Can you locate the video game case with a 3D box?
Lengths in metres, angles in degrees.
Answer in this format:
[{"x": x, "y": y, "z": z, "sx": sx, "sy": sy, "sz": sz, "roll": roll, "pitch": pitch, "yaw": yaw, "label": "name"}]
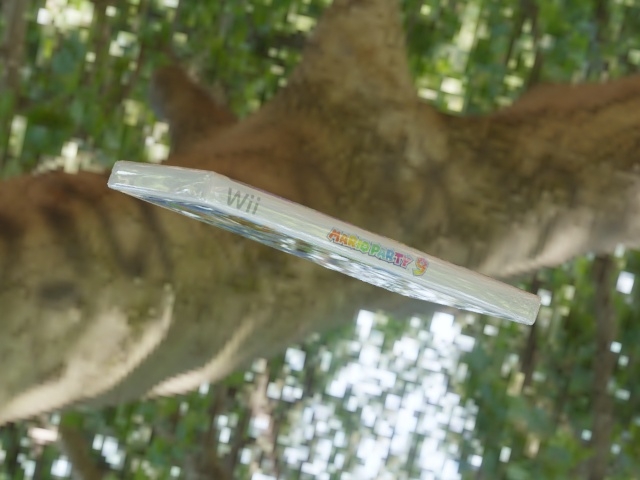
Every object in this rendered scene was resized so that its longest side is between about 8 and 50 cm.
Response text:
[{"x": 0.000, "y": 0.000, "z": 0.566, "sx": 0.122, "sy": 0.011, "sz": 0.087, "roll": 20, "pitch": 176, "yaw": -26, "label": "video game case"}]
